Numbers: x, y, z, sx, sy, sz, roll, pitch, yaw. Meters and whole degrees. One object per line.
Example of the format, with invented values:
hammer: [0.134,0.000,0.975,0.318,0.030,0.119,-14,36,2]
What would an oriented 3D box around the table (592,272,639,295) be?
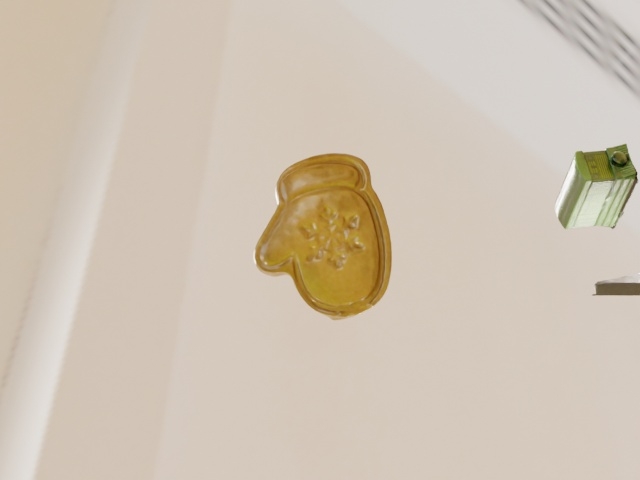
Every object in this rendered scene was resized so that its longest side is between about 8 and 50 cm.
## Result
table: [0.392,0.138,1.392,0.196,0.282,0.250,-12,-83,-39]

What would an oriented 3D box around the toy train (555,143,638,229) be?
toy train: [0.238,-0.044,1.500,0.056,0.093,0.038,-7,-121,-12]

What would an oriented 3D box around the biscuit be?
biscuit: [0.000,0.000,1.463,0.023,0.118,0.140,77,174,-82]
